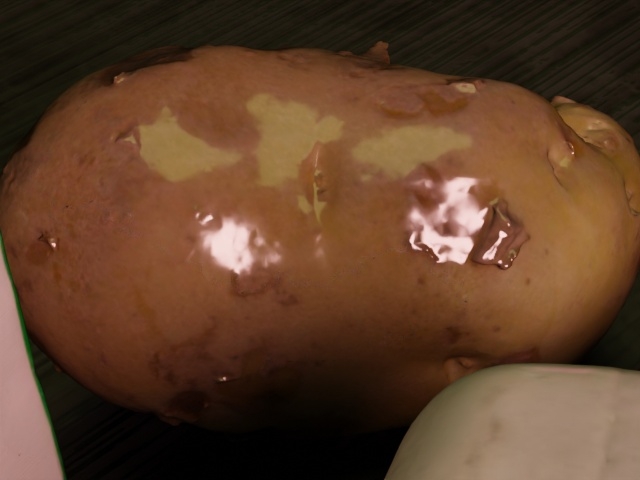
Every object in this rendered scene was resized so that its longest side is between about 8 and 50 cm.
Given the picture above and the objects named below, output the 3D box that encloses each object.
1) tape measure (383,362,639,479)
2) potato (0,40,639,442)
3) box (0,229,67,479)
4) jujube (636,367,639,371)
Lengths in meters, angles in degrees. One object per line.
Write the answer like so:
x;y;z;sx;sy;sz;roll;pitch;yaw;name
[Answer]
0.045;0.169;0.333;0.125;0.243;0.246;5;28;12;tape measure
0.000;0.000;0.608;0.262;0.165;0.165;-3;37;-1;potato
-0.151;0.036;0.347;0.103;0.250;0.180;6;33;18;box
0.211;0.084;0.471;0.255;0.190;0.190;-5;37;13;jujube
